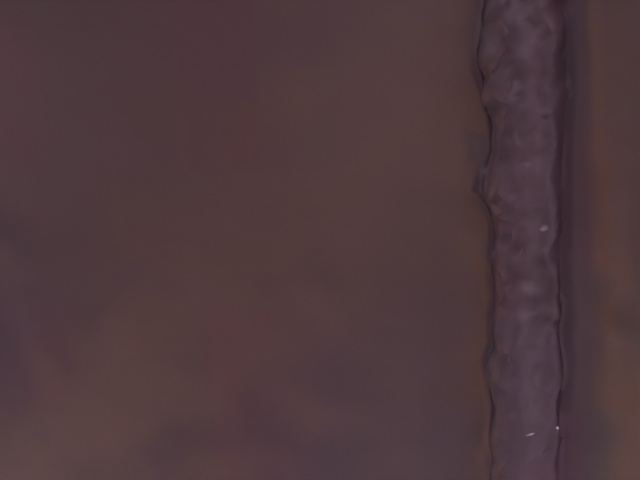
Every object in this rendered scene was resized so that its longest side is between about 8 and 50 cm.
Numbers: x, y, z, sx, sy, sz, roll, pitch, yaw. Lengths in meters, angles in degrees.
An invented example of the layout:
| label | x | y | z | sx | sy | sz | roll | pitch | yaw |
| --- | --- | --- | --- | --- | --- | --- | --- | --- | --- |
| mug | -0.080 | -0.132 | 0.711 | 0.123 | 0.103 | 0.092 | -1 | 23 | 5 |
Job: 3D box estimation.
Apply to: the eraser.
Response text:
| label | x | y | z | sx | sy | sz | roll | pitch | yaw |
| --- | --- | --- | --- | --- | --- | --- | --- | --- | --- |
| eraser | 0.000 | 0.000 | 0.529 | 0.272 | 0.359 | 0.122 | 5 | 27 | 14 |
